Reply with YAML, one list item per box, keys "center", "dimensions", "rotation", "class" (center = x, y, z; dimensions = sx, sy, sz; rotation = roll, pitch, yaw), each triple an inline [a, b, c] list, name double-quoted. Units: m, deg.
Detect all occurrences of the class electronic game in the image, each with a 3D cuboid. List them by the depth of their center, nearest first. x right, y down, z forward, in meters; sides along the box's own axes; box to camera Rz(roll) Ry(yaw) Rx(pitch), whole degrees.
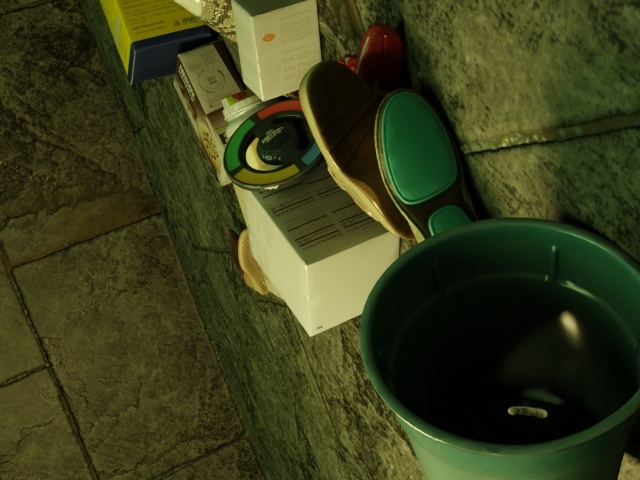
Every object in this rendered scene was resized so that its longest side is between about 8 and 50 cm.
- center: [-0.079, -0.183, 1.624]
  dimensions: [0.229, 0.229, 0.048]
  rotation: [48, 173, 44]
  class: "electronic game"

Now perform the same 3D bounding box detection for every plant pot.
- center: [0.245, 0.208, 1.078]
  dimensions: [0.341, 0.341, 0.334]
  rotation: [48, 161, 45]
  class: "plant pot"

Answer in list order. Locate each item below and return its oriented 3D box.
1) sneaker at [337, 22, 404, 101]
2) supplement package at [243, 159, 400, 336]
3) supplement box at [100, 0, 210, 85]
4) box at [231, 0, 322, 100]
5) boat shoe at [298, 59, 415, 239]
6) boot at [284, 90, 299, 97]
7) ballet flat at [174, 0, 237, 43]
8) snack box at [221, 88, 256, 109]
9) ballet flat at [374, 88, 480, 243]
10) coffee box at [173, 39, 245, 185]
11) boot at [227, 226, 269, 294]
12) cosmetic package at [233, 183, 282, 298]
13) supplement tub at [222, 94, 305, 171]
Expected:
- center: [0.060, -0.275, 1.356]
  dimensions: [0.128, 0.087, 0.221]
  rotation: [55, 156, 29]
  class: "sneaker"
- center: [0.000, 0.000, 1.649]
  dimensions: [0.263, 0.198, 0.199]
  rotation: [51, 155, 40]
  class: "supplement package"
- center: [-0.430, -0.599, 2.112]
  dimensions: [0.357, 0.194, 0.195]
  rotation: [69, 161, 8]
  class: "supplement box"
- center: [-0.076, -0.362, 1.555]
  dimensions: [0.091, 0.130, 0.170]
  rotation: [49, 153, 45]
  class: "box"
- center: [0.053, -0.134, 1.336]
  dimensions: [0.110, 0.121, 0.341]
  rotation: [24, 154, 51]
  class: "boat shoe"
- center: [-0.079, -0.354, 1.688]
  dimensions: [0.158, 0.059, 0.084]
  rotation: [70, 166, -12]
  class: "boot"
- center: [-0.281, -0.615, 1.742]
  dimensions: [0.164, 0.182, 0.483]
  rotation: [40, 148, 51]
  class: "ballet flat"
- center: [-0.149, -0.264, 1.903]
  dimensions: [0.037, 0.100, 0.141]
  rotation: [4, 115, 68]
  class: "snack box"
- center: [0.170, -0.054, 1.281]
  dimensions: [0.349, 0.123, 0.123]
  rotation: [65, 161, 6]
  class: "ballet flat"
- center: [-0.240, -0.306, 2.074]
  dimensions: [0.297, 0.119, 0.168]
  rotation: [64, 162, 8]
  class: "coffee box"
- center: [-0.224, 0.023, 2.442]
  dimensions: [0.207, 0.090, 0.248]
  rotation: [45, 155, 44]
  class: "boot"
- center: [-0.095, -0.026, 2.012]
  dimensions: [0.160, 0.113, 0.309]
  rotation: [18, 127, 65]
  class: "cosmetic package"
- center: [-0.114, -0.202, 1.814]
  dimensions: [0.200, 0.144, 0.144]
  rotation: [69, 161, -3]
  class: "supplement tub"
